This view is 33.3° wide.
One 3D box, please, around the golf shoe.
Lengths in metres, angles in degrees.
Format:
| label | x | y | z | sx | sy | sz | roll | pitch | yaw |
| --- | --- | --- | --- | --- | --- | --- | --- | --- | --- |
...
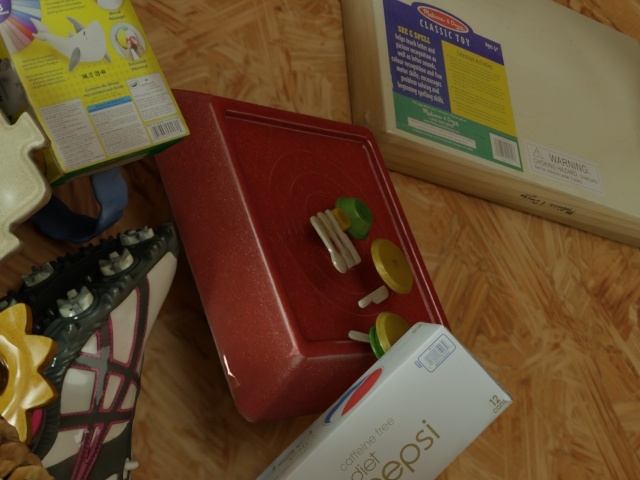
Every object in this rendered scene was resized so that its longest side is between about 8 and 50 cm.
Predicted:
| label | x | y | z | sx | sy | sz | roll | pitch | yaw |
| --- | --- | --- | --- | --- | --- | --- | --- | --- | --- |
| golf shoe | -0.159 | 0.094 | 0.669 | 0.120 | 0.105 | 0.273 | 63 | 36 | -27 |

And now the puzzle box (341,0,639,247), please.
| label | x | y | z | sx | sy | sz | roll | pitch | yaw |
| --- | --- | --- | --- | --- | --- | --- | --- | --- | --- |
| puzzle box | 0.203 | -0.156 | 1.115 | 0.409 | 0.052 | 0.272 | 15 | 56 | -30 |

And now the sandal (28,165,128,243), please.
| label | x | y | z | sx | sy | sz | roll | pitch | yaw |
| --- | --- | --- | --- | --- | --- | --- | --- | --- | --- |
| sandal | -0.196 | -0.118 | 0.746 | 0.138 | 0.126 | 0.317 | 18 | 63 | -31 |

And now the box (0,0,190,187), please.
| label | x | y | z | sx | sy | sz | roll | pitch | yaw |
| --- | --- | --- | --- | --- | --- | --- | --- | --- | --- |
| box | -0.165 | -0.129 | 0.668 | 0.105 | 0.043 | 0.179 | -24 | 92 | -44 |

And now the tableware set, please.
| label | x | y | z | sx | sy | sz | roll | pitch | yaw |
| --- | --- | --- | --- | --- | --- | --- | --- | --- | --- |
| tableware set | 0.043 | 0.039 | 0.786 | 0.154 | 0.024 | 0.104 | 58 | 29 | 2 |

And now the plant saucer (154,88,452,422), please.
| label | x | y | z | sx | sy | sz | roll | pitch | yaw |
| --- | --- | --- | --- | --- | --- | --- | --- | --- | --- |
| plant saucer | 0.000 | 0.000 | 0.824 | 0.258 | 0.048 | 0.259 | 4 | 61 | -52 |

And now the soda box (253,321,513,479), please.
| label | x | y | z | sx | sy | sz | roll | pitch | yaw |
| --- | --- | --- | --- | --- | --- | --- | --- | --- | --- |
| soda box | 0.018 | 0.149 | 0.689 | 0.216 | 0.074 | 0.069 | -43 | 94 | -6 |

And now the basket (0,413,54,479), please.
| label | x | y | z | sx | sy | sz | roll | pitch | yaw |
| --- | --- | --- | --- | --- | --- | --- | --- | --- | --- |
| basket | -0.148 | 0.235 | 0.447 | 0.213 | 0.299 | 0.223 | -39 | 55 | -22 |

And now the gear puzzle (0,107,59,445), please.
| label | x | y | z | sx | sy | sz | roll | pitch | yaw |
| --- | --- | --- | --- | --- | --- | --- | --- | --- | --- |
| gear puzzle | -0.230 | -0.026 | 0.598 | 0.339 | 0.175 | 0.044 | 53 | 1 | 24 |
